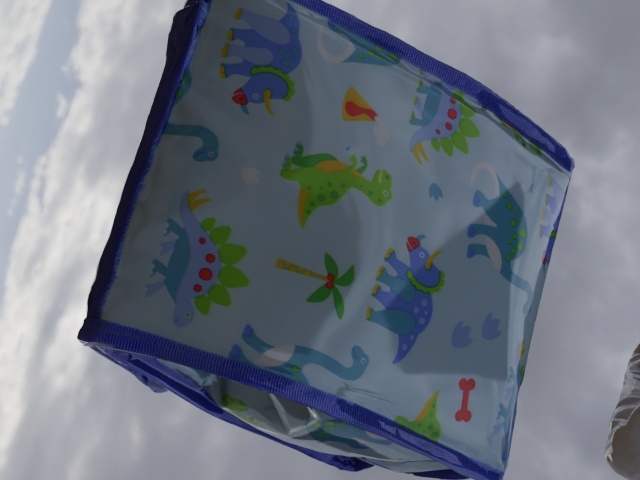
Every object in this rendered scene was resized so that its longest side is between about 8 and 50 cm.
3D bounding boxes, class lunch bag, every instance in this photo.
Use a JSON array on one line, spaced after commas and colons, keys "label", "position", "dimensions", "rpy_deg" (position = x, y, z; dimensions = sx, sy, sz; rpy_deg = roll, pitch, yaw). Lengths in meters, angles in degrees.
[{"label": "lunch bag", "position": [0.000, 0.000, 0.368], "dimensions": [0.096, 0.151, 0.129], "rpy_deg": [-6, -117, 46]}]

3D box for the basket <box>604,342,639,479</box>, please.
[{"label": "basket", "position": [0.450, 0.094, 0.959], "dimensions": [0.331, 0.266, 0.328], "rpy_deg": [-58, 169, 18]}]
